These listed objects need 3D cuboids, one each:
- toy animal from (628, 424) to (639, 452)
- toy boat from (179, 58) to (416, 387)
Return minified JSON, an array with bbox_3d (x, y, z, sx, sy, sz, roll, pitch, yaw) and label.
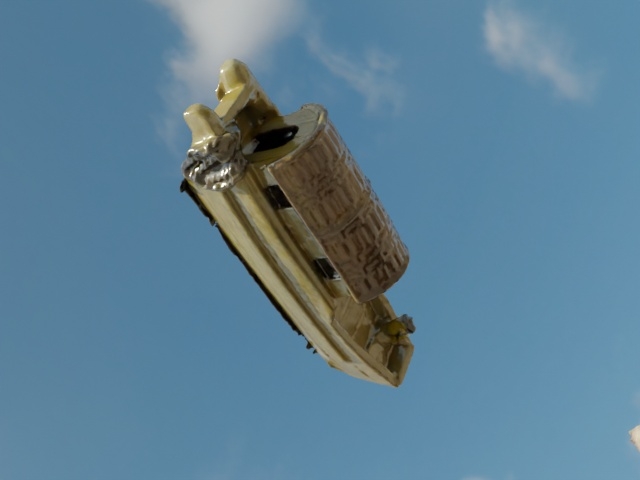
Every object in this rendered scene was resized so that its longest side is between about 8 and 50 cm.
[{"bbox_3d":[0.302,0.218,0.495,0.195,0.256,0.213,-20,-43,22],"label":"toy animal"},{"bbox_3d":[0.000,0.000,0.558,0.226,0.088,0.068,57,-140,-30],"label":"toy boat"}]
